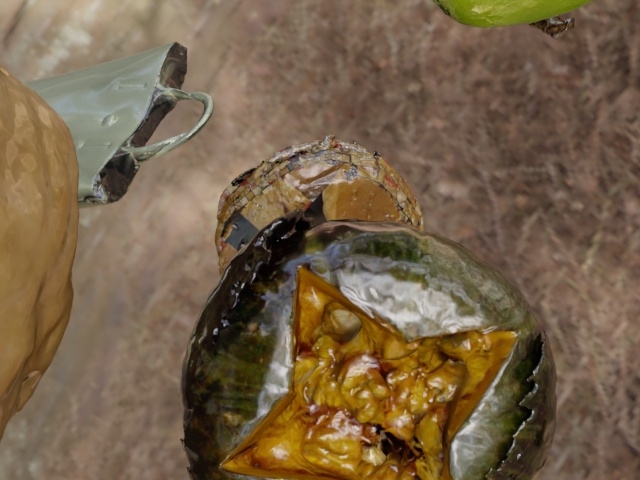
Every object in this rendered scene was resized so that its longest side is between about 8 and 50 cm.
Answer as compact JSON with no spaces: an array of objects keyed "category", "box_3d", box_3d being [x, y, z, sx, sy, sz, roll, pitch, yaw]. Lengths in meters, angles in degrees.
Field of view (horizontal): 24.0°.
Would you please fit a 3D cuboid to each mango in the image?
[{"category":"mango","box_3d":[0.148,-0.195,1.006,0.165,0.091,0.074,-22,7,-11]}]

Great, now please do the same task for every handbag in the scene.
[{"category":"handbag","box_3d":[-0.257,-0.126,1.687,0.315,0.109,0.241,-12,42,39]}]

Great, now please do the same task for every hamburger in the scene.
[{"category":"hamburger","box_3d":[0.000,0.000,1.589,0.231,0.231,0.107,-43,22,17]}]

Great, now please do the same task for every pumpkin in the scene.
[{"category":"pumpkin","box_3d":[0.036,0.134,1.248,0.320,0.320,0.192,-58,3,-3]}]

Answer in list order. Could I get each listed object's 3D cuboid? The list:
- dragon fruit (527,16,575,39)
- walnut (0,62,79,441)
[{"category":"dragon fruit","box_3d":[0.137,-0.264,1.203,0.125,0.246,0.125,-36,17,-11]},{"category":"walnut","box_3d":[-0.292,0.010,0.866,0.306,0.306,0.343,4,65,51]}]
